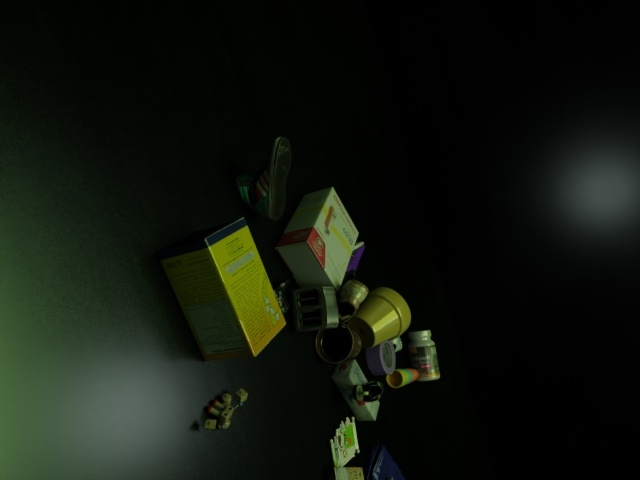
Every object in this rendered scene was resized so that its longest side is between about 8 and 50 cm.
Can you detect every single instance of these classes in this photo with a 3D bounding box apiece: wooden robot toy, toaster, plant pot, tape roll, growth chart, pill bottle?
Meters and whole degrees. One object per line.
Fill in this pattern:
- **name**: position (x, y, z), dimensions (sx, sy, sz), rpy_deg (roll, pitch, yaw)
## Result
- **wooden robot toy**: position (-0.283, 0.508, 1.333), dimensions (0.173, 0.076, 0.079), rpy_deg (-44, 152, -57)
- **toaster**: position (-0.018, 0.263, 1.753), dimensions (0.110, 0.186, 0.168), rpy_deg (15, 66, -63)
- **plant pot**: position (0.086, 0.426, 1.905), dimensions (0.165, 0.167, 0.167), rpy_deg (32, 51, -62)
- **tape roll**: position (0.302, 0.574, 2.288), dimensions (0.189, 0.080, 0.189), rpy_deg (30, 54, -53)
- **growth chart**: position (0.099, 0.837, 1.884), dimensions (0.237, 0.021, 0.172), rpy_deg (-6, 82, -61)
- **plant pot**: position (0.254, 0.376, 2.144), dimensions (0.239, 0.254, 0.254), rpy_deg (-26, 102, -44)
- **pill bottle**: position (0.599, 0.671, 2.684), dimensions (0.162, 0.162, 0.278), rpy_deg (13, 67, -58)

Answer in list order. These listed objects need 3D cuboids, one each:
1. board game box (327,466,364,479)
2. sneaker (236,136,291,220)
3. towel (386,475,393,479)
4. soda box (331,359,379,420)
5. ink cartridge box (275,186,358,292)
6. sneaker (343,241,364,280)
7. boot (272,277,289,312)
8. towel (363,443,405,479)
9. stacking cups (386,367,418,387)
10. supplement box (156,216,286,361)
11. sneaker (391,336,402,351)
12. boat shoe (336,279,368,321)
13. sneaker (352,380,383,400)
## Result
- **board game box**: position (0.109, 0.983, 1.715), dimensions (0.165, 0.042, 0.243), rpy_deg (25, 44, -39)
- **sneaker**: position (-0.208, -0.233, 1.630), dimensions (0.124, 0.178, 0.295), rpy_deg (-29, 133, -60)
- **towel**: position (0.286, 1.079, 1.968), dimensions (0.119, 0.029, 0.067), rpy_deg (-36, 112, -54)
- **soda box**: position (0.156, 0.651, 1.988), dimensions (0.286, 0.091, 0.098), rpy_deg (63, 32, -23)
- **ink cartridge box**: position (0.000, 0.000, 1.916), dimensions (0.279, 0.160, 0.384), rpy_deg (59, 34, -29)
- **sneaker**: position (0.135, 0.107, 2.185), dimensions (0.293, 0.102, 0.146), rpy_deg (-36, 114, -54)
- **boot**: position (-0.140, 0.209, 1.703), dimensions (0.121, 0.045, 0.099), rpy_deg (-42, 113, -50)
- **towel**: position (0.280, 1.091, 2.052), dimensions (0.308, 0.076, 0.227), rpy_deg (60, 40, -28)
- **stacking cups**: position (0.448, 0.736, 2.487), dimensions (0.316, 0.096, 0.096), rpy_deg (22, 59, -62)
- **supplement box**: position (-0.279, 0.143, 1.335), dimensions (0.195, 0.194, 0.356), rpy_deg (-39, 113, -58)
- **sneaker**: position (0.389, 0.519, 2.480), dimensions (0.083, 0.071, 0.190), rpy_deg (-22, 98, -55)
- **boat shoe**: position (0.086, 0.269, 1.865), dimensions (0.122, 0.341, 0.110), rpy_deg (30, 59, 3)
- **sneaker**: position (0.224, 0.638, 1.917), dimensions (0.235, 0.097, 0.084), rpy_deg (15, 68, -55)
